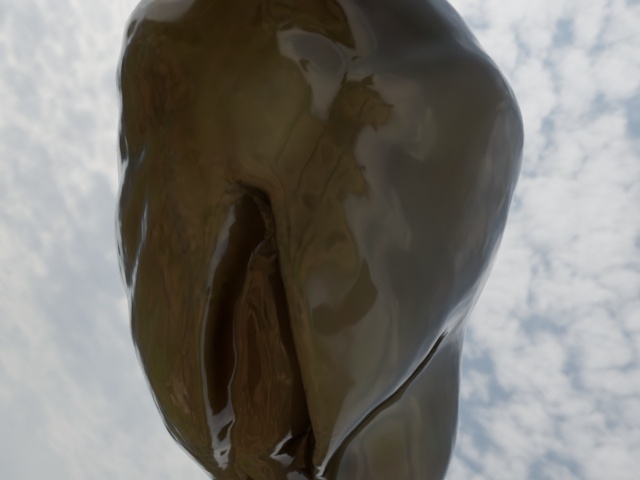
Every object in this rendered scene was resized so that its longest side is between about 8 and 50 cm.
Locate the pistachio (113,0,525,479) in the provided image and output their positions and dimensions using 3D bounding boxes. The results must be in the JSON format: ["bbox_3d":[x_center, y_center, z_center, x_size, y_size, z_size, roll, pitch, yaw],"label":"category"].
[{"bbox_3d":[0.000,0.000,0.682,0.282,0.365,0.445,-2,-61,14],"label":"pistachio"}]
